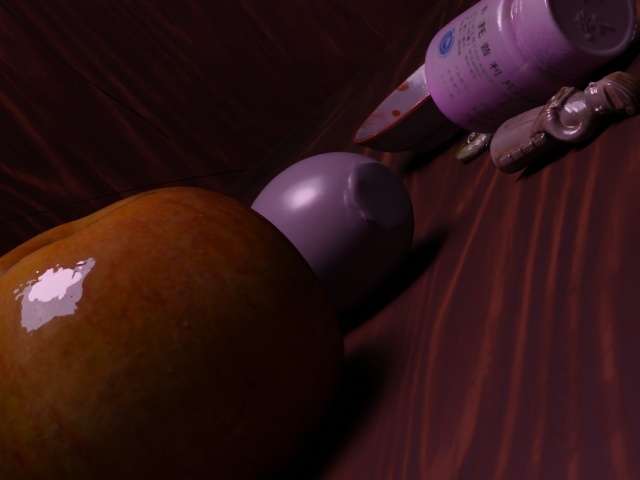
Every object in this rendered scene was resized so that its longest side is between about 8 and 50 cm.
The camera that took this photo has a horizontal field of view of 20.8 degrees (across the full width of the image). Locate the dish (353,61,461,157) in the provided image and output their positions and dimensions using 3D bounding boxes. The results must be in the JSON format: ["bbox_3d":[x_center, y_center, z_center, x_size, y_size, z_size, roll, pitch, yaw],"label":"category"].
[{"bbox_3d":[0.169,-0.192,2.403,0.260,0.085,0.260,-40,10,8],"label":"dish"}]

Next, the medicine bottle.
[{"bbox_3d":[0.242,-0.228,2.029,0.152,0.152,0.254,-49,9,-30],"label":"medicine bottle"}]

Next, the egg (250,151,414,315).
[{"bbox_3d":[0.000,0.000,1.957,0.232,0.176,0.176,-35,12,36],"label":"egg"}]

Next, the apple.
[{"bbox_3d":[-0.182,0.122,1.700,0.400,0.333,0.400,-43,10,9],"label":"apple"}]

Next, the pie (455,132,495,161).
[{"bbox_3d":[0.201,-0.130,2.174,0.084,0.021,0.084,-41,10,8],"label":"pie"}]

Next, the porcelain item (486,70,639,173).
[{"bbox_3d":[0.260,-0.128,1.818,0.084,0.054,0.213,-51,12,-29],"label":"porcelain item"}]
